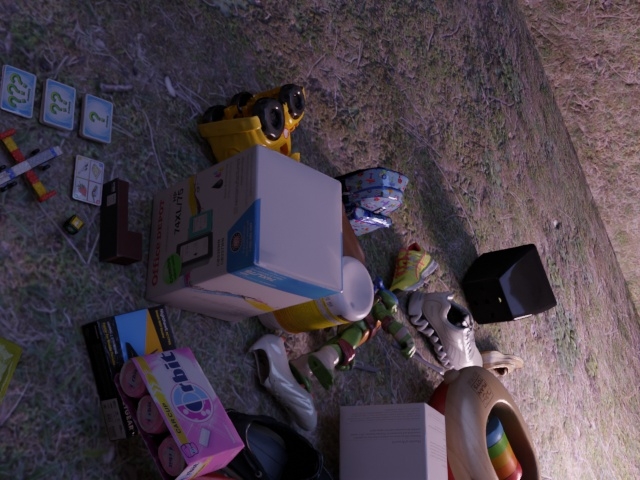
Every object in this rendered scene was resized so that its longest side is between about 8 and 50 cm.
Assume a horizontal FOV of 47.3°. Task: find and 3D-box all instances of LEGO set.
[{"bbox_3d":[-0.397,-0.137,1.106,0.182,0.060,0.245,18,63,-42],"label":"LEGO set"}]

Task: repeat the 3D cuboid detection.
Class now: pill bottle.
[{"bbox_3d":[-0.017,0.106,1.343,0.117,0.214,0.117,23,59,-44],"label":"pill bottle"}]

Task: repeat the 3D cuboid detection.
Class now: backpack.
[{"bbox_3d":[0.107,-0.091,1.607,0.158,0.173,0.117,16,64,-48],"label":"backpack"}]

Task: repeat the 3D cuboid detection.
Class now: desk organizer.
[{"bbox_3d":[-0.318,-0.029,1.167,0.050,0.047,0.130,16,64,-49],"label":"desk organizer"}]

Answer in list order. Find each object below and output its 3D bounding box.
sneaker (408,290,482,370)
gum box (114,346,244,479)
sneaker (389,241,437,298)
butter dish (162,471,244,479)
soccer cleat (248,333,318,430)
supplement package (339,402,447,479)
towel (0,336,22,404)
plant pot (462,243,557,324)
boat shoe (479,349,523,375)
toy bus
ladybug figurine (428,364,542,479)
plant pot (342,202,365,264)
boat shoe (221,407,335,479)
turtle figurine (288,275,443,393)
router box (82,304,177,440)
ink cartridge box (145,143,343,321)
[{"bbox_3d":[0.334,0.233,1.804,0.292,0.118,0.110,49,42,-28],"label":"sneaker"},{"bbox_3d":[-0.206,0.244,1.050,0.107,0.062,0.188,-1,49,-51],"label":"gum box"},{"bbox_3d":[0.206,0.070,1.751,0.094,0.081,0.208,58,33,-6],"label":"sneaker"},{"bbox_3d":[-0.197,0.401,1.096,0.160,0.118,0.160,18,98,-34],"label":"butter dish"},{"bbox_3d":[-0.071,0.267,1.341,0.076,0.068,0.196,-24,88,-47],"label":"soccer cleat"},{"bbox_3d":[0.142,0.473,1.393,0.177,0.175,0.293,45,41,-59],"label":"supplement package"},{"bbox_3d":[-0.492,0.129,0.912,0.237,0.021,0.102,38,50,-36],"label":"towel"},{"bbox_3d":[0.501,0.136,2.007,0.167,0.188,0.188,-26,97,-39],"label":"plant pot"},{"bbox_3d":[0.497,0.343,2.008,0.170,0.063,0.059,17,65,-36],"label":"boat shoe"},{"bbox_3d":[-0.106,-0.183,1.422,0.220,0.149,0.212,-47,125,-51],"label":"toy bus"},{"bbox_3d":[0.373,0.497,1.708,0.305,0.161,0.450,-34,103,-50],"label":"ladybug figurine"},{"bbox_3d":[0.000,0.000,1.463,0.165,0.166,0.167,59,39,-28],"label":"plant pot"},{"bbox_3d":[-0.055,0.389,1.267,0.340,0.113,0.127,48,43,-28],"label":"boat shoe"},{"bbox_3d":[0.086,0.232,1.427,0.266,0.197,0.275,-28,122,-36],"label":"turtle figurine"},{"bbox_3d":[-0.279,0.199,1.123,0.133,0.046,0.179,-11,85,-52],"label":"router box"},{"bbox_3d":[-0.126,0.001,1.207,0.197,0.270,0.198,21,60,-43],"label":"ink cartridge box"}]
